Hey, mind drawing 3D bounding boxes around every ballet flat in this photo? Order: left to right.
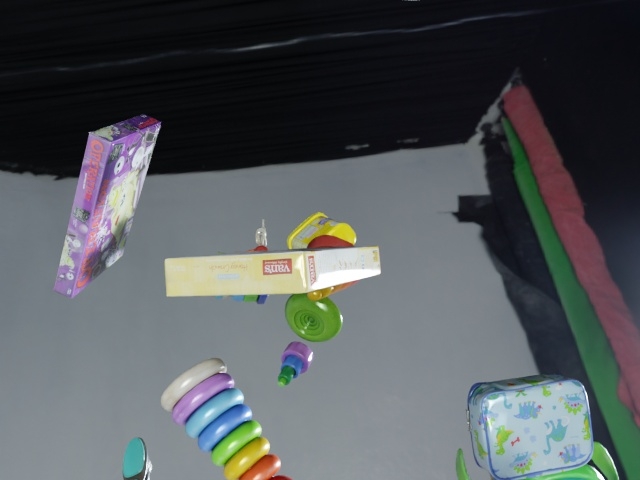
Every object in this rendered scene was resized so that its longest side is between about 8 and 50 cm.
[{"bbox_3d":[-0.474,0.622,1.285,0.074,0.074,0.203,82,-9,-49],"label":"ballet flat"}]

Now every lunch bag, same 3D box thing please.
[{"bbox_3d":[0.394,0.353,0.936,0.090,0.219,0.175,145,-62,-81],"label":"lunch bag"}]

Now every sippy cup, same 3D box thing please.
[{"bbox_3d":[0.476,0.502,1.111,0.240,0.306,0.224,-51,-159,22],"label":"sippy cup"}]

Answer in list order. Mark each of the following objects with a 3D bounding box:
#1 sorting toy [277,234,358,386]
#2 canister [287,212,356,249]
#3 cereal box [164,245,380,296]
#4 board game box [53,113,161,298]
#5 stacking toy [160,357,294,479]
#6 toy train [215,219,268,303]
[{"bbox_3d":[-0.027,0.164,0.973,0.126,0.127,0.365,-54,166,-55],"label":"sorting toy"},{"bbox_3d":[0.000,0.000,1.182,0.073,0.126,0.170,51,-10,-21],"label":"canister"},{"bbox_3d":[-0.043,0.034,0.604,0.240,0.173,0.047,1,86,-67],"label":"cereal box"},{"bbox_3d":[-0.429,-0.073,0.997,0.346,0.056,0.208,-64,179,25],"label":"board game box"},{"bbox_3d":[-0.156,0.389,0.925,0.330,0.141,0.141,49,-11,18],"label":"stacking toy"},{"bbox_3d":[-0.217,0.050,1.341,0.105,0.144,0.247,118,-31,-56],"label":"toy train"}]
